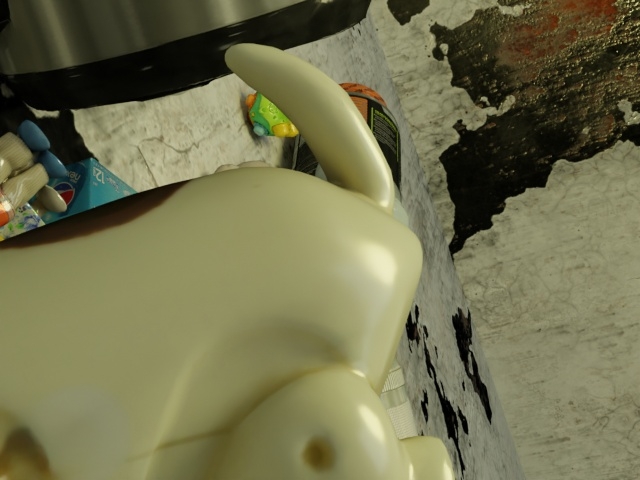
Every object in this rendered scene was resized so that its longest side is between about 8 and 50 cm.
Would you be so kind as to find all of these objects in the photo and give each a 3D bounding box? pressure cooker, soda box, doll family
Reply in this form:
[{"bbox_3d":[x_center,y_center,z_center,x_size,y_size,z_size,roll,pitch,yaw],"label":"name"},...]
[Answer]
[{"bbox_3d":[-0.164,-0.358,0.791,0.375,0.370,0.420,-57,136,-60],"label":"pressure cooker"},{"bbox_3d":[-0.198,-0.001,0.912,0.210,0.071,0.067,46,34,-58],"label":"soda box"},{"bbox_3d":[-0.227,0.051,0.667,0.163,0.118,0.263,-48,118,-28],"label":"doll family"}]

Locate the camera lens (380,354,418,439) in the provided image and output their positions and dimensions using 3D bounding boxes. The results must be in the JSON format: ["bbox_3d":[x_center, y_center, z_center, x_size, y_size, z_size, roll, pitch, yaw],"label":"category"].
[{"bbox_3d":[0.008,0.247,1.091,0.219,0.219,0.274,2,73,-72],"label":"camera lens"}]

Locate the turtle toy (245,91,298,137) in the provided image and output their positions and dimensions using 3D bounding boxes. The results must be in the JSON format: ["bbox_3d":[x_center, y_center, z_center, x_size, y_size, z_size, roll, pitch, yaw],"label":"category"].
[{"bbox_3d":[-0.080,-0.206,1.475,0.130,0.066,0.095,-19,93,-74],"label":"turtle toy"}]

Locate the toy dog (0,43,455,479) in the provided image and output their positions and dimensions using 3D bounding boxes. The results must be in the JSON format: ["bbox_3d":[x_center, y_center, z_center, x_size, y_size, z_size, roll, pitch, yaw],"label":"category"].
[{"bbox_3d":[-0.154,0.076,0.469,0.284,0.408,0.395,-143,-117,-69],"label":"toy dog"}]

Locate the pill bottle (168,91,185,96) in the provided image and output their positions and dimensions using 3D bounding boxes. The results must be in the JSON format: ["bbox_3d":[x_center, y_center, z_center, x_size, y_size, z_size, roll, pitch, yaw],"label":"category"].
[{"bbox_3d":[-0.183,-0.223,1.161,0.120,0.067,0.067,-70,141,-63],"label":"pill bottle"}]

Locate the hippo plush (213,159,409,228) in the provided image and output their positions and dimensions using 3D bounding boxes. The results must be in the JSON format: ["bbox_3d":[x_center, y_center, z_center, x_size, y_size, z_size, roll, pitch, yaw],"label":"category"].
[{"bbox_3d":[0.000,0.000,1.254,0.234,0.237,0.294,-74,145,-60],"label":"hippo plush"}]

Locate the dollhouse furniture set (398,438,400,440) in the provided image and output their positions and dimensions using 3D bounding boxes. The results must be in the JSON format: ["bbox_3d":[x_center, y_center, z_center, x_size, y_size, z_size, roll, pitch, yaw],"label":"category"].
[{"bbox_3d":[-0.070,0.203,0.818,0.135,0.262,0.259,43,33,-56],"label":"dollhouse furniture set"}]

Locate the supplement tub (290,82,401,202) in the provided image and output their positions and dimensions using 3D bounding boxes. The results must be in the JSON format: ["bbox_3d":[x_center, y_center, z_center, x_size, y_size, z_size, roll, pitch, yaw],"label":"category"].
[{"bbox_3d":[0.045,-0.129,1.585,0.316,0.194,0.193,-84,153,-49],"label":"supplement tub"}]
